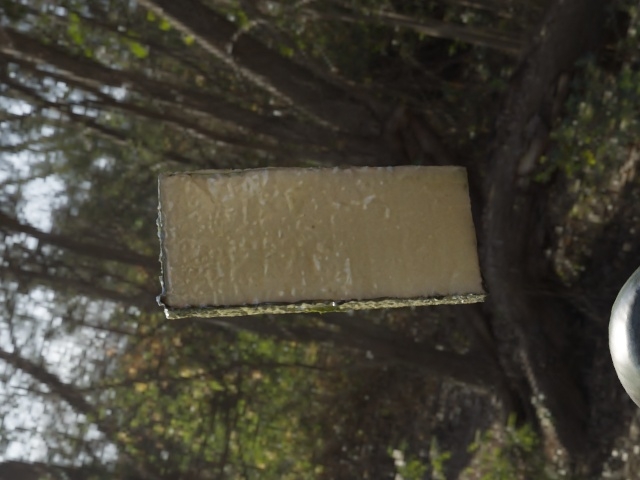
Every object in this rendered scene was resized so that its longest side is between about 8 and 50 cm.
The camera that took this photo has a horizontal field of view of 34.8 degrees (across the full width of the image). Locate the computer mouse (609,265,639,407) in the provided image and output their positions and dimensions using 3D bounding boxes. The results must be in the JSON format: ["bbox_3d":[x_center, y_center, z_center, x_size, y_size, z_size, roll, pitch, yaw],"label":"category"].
[{"bbox_3d":[0.273,-0.013,0.385,0.379,0.167,0.090,-38,14,43],"label":"computer mouse"}]

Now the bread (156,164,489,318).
[{"bbox_3d":[0.000,0.000,0.471,0.028,0.154,0.068,124,142,-70],"label":"bread"}]
